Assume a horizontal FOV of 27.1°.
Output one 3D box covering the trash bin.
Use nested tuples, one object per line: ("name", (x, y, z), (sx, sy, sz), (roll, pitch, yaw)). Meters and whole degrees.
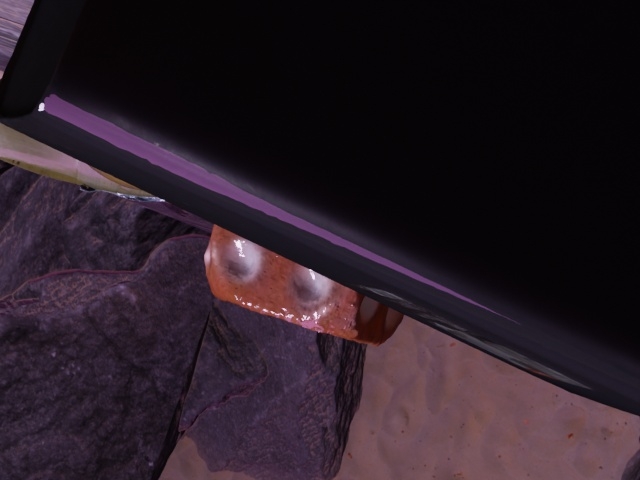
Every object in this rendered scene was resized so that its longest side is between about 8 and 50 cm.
("trash bin", (0.040, -0.060, 0.400), (0.225, 0.165, 0.115), (23, 176, -22))

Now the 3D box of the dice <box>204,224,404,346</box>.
("dice", (0.000, 0.000, 1.329), (0.174, 0.179, 0.175), (16, 180, 24))

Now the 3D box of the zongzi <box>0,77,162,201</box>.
("zongzi", (-0.234, -0.112, 1.392), (0.228, 0.115, 0.256), (15, -177, -11))

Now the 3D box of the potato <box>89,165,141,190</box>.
("potato", (-0.102, -0.098, 0.811), (0.137, 0.137, 0.176), (20, 174, -18))
